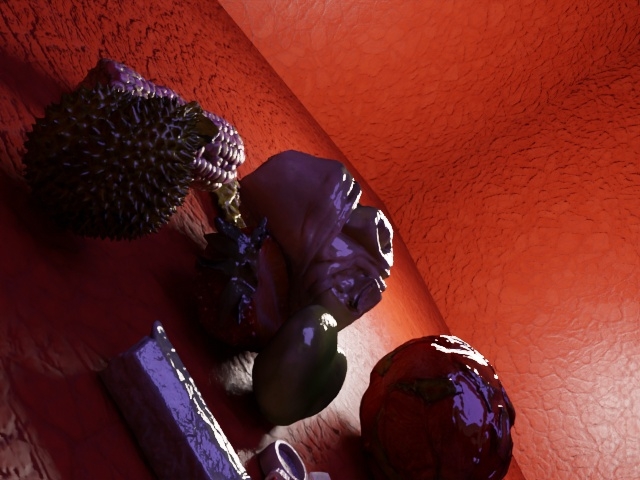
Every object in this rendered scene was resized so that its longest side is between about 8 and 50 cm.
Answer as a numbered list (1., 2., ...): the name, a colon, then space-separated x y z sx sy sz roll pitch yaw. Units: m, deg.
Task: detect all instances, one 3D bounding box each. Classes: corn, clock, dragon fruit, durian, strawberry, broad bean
1. corn: -0.230 -0.167 1.093 0.126 0.127 0.335 62 15 21
2. clock: -0.026 0.308 0.887 0.129 0.041 0.087 50 9 -9
3. dragon fruit: 0.198 0.316 1.242 0.277 0.277 0.342 54 24 -16
4. durian: -0.212 -0.081 0.743 0.146 0.198 0.159 57 28 -57
5. strawberry: -0.103 0.067 0.992 0.228 0.098 0.174 49 46 -69
6. broad bean: -0.031 0.173 0.973 0.100 0.169 0.228 21 -32 19

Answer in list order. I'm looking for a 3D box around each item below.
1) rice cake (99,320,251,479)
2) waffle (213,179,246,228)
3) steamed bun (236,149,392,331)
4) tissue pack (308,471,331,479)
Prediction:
1. rice cake: -0.138 0.184 0.695 0.206 0.063 0.069 57 18 3
2. waffle: -0.141 -0.041 1.322 0.169 0.036 0.183 44 20 -56
3. steamed bun: 0.000 0.000 1.146 0.275 0.206 0.320 54 -19 25
4. tissue pack: 0.013 0.361 0.951 0.056 0.023 0.108 37 23 -59
